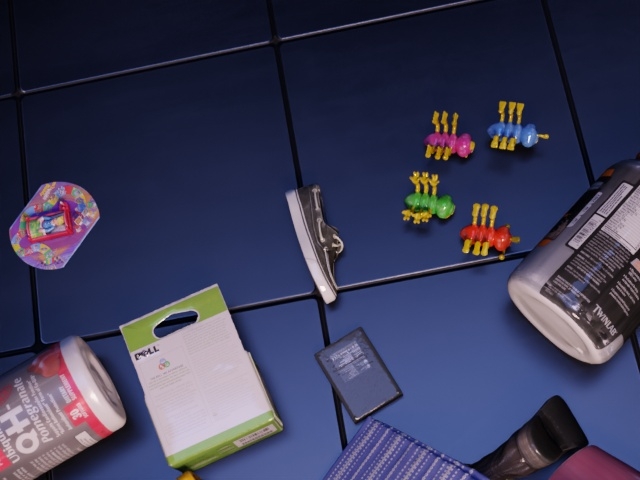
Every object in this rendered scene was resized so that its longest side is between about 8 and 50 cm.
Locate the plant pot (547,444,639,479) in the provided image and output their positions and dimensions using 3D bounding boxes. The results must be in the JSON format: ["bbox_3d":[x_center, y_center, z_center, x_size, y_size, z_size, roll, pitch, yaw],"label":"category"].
[{"bbox_3d":[0.435,0.414,1.707,0.201,0.201,0.180,-41,57,-8],"label":"plant pot"}]

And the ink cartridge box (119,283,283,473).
[{"bbox_3d":[-0.198,0.229,1.891,0.189,0.097,0.255,-24,68,-1],"label":"ink cartridge box"}]

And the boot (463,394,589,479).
[{"bbox_3d":[0.281,0.343,1.770,0.229,0.263,0.091,-38,74,27],"label":"boot"}]

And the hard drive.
[{"bbox_3d":[0.063,0.224,1.898,0.094,0.022,0.135,-31,70,-4],"label":"hard drive"}]

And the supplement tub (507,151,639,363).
[{"bbox_3d":[0.479,0.015,1.821,0.207,0.207,0.338,42,80,18],"label":"supplement tub"}]

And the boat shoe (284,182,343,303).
[{"bbox_3d":[0.000,0.000,1.954,0.070,0.078,0.219,-19,68,2],"label":"boat shoe"}]

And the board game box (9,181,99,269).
[{"bbox_3d":[-0.486,-0.034,2.048,0.133,0.033,0.168,31,77,15],"label":"board game box"}]

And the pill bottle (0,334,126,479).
[{"bbox_3d":[-0.495,0.304,1.858,0.318,0.176,0.176,-30,70,-4],"label":"pill bottle"}]

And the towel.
[{"bbox_3d":[0.099,0.410,1.713,0.040,0.336,0.243,43,78,-27],"label":"towel"}]

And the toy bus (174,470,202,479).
[{"bbox_3d":[-0.297,0.520,1.795,0.333,0.108,0.130,-38,71,-6],"label":"toy bus"}]

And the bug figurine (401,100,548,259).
[{"bbox_3d":[0.263,-0.107,1.961,0.216,0.072,0.279,13,78,18],"label":"bug figurine"}]
